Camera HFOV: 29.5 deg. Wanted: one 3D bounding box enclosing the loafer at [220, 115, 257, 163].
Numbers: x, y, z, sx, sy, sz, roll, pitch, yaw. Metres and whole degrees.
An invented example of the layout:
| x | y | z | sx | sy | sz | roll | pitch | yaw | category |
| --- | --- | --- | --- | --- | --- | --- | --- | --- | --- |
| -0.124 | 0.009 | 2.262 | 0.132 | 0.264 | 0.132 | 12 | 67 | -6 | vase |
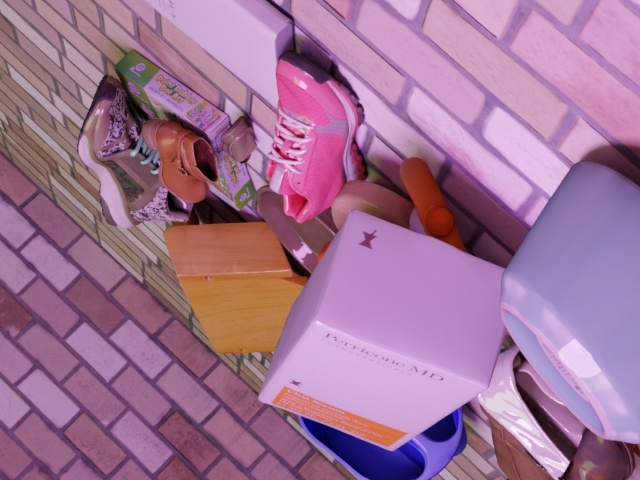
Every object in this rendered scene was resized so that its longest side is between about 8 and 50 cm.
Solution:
| x | y | z | sx | sy | sz | roll | pitch | yaw | category |
| --- | --- | --- | --- | --- | --- | --- | --- | --- | --- |
| -0.130 | -0.163 | 2.000 | 0.050 | 0.056 | 0.148 | 43 | 173 | 2 | loafer |

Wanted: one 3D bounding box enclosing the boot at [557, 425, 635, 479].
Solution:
| x | y | z | sx | sy | sz | roll | pitch | yaw | category |
| --- | --- | --- | --- | --- | --- | --- | --- | --- | --- |
| 0.354 | 0.324 | 1.614 | 0.082 | 0.106 | 0.219 | 31 | 153 | 26 | boot |

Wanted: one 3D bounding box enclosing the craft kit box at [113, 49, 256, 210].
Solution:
| x | y | z | sx | sy | sz | roll | pitch | yaw | category |
| --- | --- | --- | --- | --- | --- | --- | --- | --- | --- |
| -0.239 | -0.195 | 2.179 | 0.250 | 0.061 | 0.246 | 36 | 158 | 27 | craft kit box |

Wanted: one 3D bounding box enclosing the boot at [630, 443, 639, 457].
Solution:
| x | y | z | sx | sy | sz | roll | pitch | yaw | category |
| --- | --- | --- | --- | --- | --- | --- | --- | --- | --- |
| 0.367 | 0.187 | 1.570 | 0.295 | 0.104 | 0.211 | 29 | 158 | 31 | boot |

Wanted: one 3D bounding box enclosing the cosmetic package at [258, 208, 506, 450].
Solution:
| x | y | z | sx | sy | sz | roll | pitch | yaw | category |
| --- | --- | --- | --- | --- | --- | --- | --- | --- | --- |
| 0.075 | 0.140 | 1.644 | 0.230 | 0.161 | 0.453 | 21 | 158 | -3 | cosmetic package |

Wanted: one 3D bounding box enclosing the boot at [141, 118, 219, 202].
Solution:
| x | y | z | sx | sy | sz | roll | pitch | yaw | category |
| --- | --- | --- | --- | --- | --- | --- | --- | --- | --- |
| -0.220 | -0.122 | 2.099 | 0.152 | 0.073 | 0.197 | 21 | 154 | 44 | boot |

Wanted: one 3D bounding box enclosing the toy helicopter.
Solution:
| x | y | z | sx | sy | sz | roll | pitch | yaw | category |
| --- | --- | --- | --- | --- | --- | --- | --- | --- | --- |
| 0.175 | 0.024 | 1.663 | 0.355 | 0.140 | 0.235 | 32 | 153 | 6 | toy helicopter |

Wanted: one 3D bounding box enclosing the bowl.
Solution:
| x | y | z | sx | sy | sz | roll | pitch | yaw | category |
| --- | --- | --- | --- | --- | --- | --- | --- | --- | --- |
| 0.302 | 0.087 | 1.263 | 0.311 | 0.163 | 0.311 | 53 | 177 | 5 | bowl |

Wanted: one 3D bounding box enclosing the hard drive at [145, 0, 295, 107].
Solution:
| x | y | z | sx | sy | sz | roll | pitch | yaw | category |
| --- | --- | --- | --- | --- | --- | --- | --- | --- | --- |
| -0.158 | -0.327 | 1.693 | 0.307 | 0.040 | 0.203 | 40 | 163 | 16 | hard drive |

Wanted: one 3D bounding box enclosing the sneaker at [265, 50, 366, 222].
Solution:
| x | y | z | sx | sy | sz | roll | pitch | yaw | category |
| --- | --- | --- | --- | --- | --- | --- | --- | --- | --- |
| -0.018 | -0.127 | 1.672 | 0.116 | 0.136 | 0.314 | 35 | 161 | 27 | sneaker |

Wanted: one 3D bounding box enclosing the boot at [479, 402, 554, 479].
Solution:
| x | y | z | sx | sy | sz | roll | pitch | yaw | category |
| --- | --- | --- | --- | --- | --- | --- | --- | --- | --- |
| 0.370 | 0.364 | 2.028 | 0.236 | 0.089 | 0.269 | 45 | 167 | 37 | boot |

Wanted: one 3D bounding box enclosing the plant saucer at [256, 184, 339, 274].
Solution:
| x | y | z | sx | sy | sz | roll | pitch | yaw | category |
| --- | --- | --- | --- | --- | --- | --- | --- | --- | --- |
| 0.000 | 0.000 | 2.100 | 0.278 | 0.041 | 0.278 | 40 | 163 | 14 | plant saucer |

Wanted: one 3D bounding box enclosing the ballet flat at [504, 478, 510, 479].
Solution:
| x | y | z | sx | sy | sz | roll | pitch | yaw | category |
| --- | --- | --- | --- | --- | --- | --- | --- | --- | --- |
| 0.407 | 0.527 | 2.285 | 0.124 | 0.116 | 0.342 | 8 | 155 | 20 | ballet flat |

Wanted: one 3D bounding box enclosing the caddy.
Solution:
| x | y | z | sx | sy | sz | roll | pitch | yaw | category |
| --- | --- | --- | --- | --- | --- | --- | --- | --- | --- |
| 0.115 | 0.326 | 2.266 | 0.341 | 0.241 | 0.179 | 34 | 167 | 30 | caddy |

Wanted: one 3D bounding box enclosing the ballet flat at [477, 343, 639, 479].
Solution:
| x | y | z | sx | sy | sz | roll | pitch | yaw | category |
| --- | --- | --- | --- | --- | --- | --- | --- | --- | --- |
| 0.393 | 0.301 | 1.770 | 0.400 | 0.139 | 0.139 | 43 | 163 | 9 | ballet flat |

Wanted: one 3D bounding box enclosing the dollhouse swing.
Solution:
| x | y | z | sx | sy | sz | roll | pitch | yaw | category |
| --- | --- | --- | --- | --- | --- | --- | --- | --- | --- |
| -0.160 | 0.023 | 2.498 | 0.315 | 0.305 | 0.347 | -3 | 148 | 9 | dollhouse swing |

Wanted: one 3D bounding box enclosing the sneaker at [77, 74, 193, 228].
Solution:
| x | y | z | sx | sy | sz | roll | pitch | yaw | category |
| --- | --- | --- | --- | --- | --- | --- | --- | --- | --- |
| -0.318 | -0.156 | 2.217 | 0.182 | 0.158 | 0.410 | 9 | 153 | 9 | sneaker |
